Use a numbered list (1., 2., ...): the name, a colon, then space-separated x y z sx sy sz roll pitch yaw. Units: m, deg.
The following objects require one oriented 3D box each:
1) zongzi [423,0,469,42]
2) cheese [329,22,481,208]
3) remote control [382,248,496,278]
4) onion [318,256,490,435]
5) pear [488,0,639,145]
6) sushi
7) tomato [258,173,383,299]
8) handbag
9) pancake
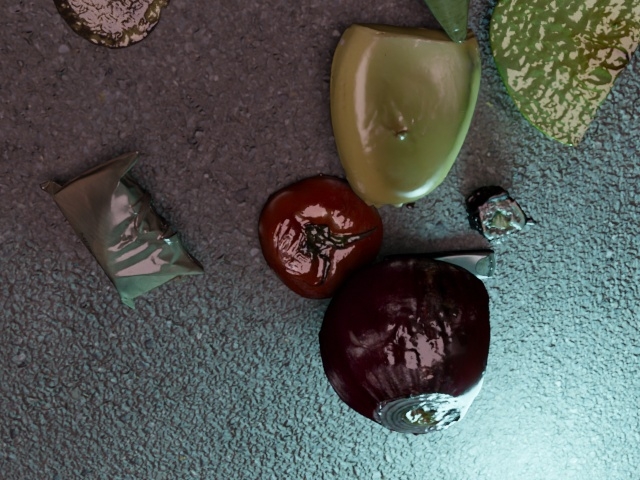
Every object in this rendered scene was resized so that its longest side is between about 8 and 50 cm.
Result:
1. zongzi: 0.279 -0.617 1.302 0.500 0.218 0.467 -34 117 7
2. cheese: 0.132 -0.202 1.470 0.259 0.128 0.316 4 111 -11
3. remote control: 0.218 0.048 1.623 0.212 0.028 0.059 -3 109 -6
4. onion: 0.124 0.179 1.502 0.260 0.337 0.282 5 65 -14
5. pear: 0.393 -0.335 1.459 0.239 0.139 0.288 28 108 -2
6. sushi: 0.314 -0.051 1.571 0.098 0.084 0.094 -27 107 -2
7. tomato: 0.000 0.003 1.542 0.228 0.101 0.228 -2 107 -5
8. handbag: -0.320 -0.020 1.481 0.182 0.117 0.270 -24 112 16
9. pancake: -0.330 -0.403 1.391 0.199 0.021 0.199 -3 110 -7
